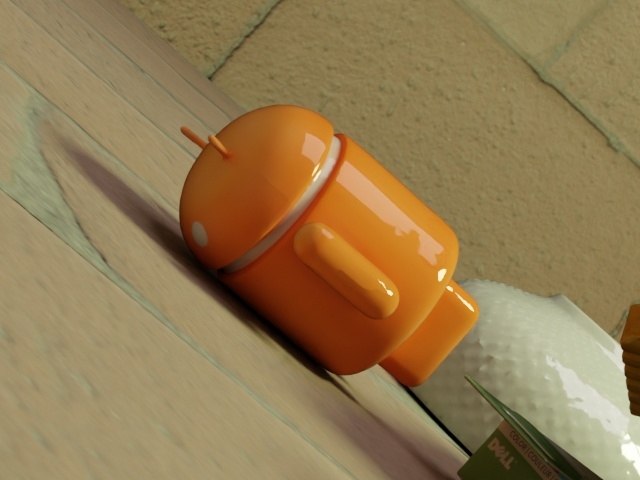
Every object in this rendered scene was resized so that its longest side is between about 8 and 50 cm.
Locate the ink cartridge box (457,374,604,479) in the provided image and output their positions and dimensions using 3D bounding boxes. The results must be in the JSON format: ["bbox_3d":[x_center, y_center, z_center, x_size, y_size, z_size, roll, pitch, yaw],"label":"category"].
[{"bbox_3d":[0.161,0.183,1.229,0.209,0.062,0.109,39,6,-37],"label":"ink cartridge box"}]

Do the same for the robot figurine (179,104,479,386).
[{"bbox_3d":[-0.001,0.000,1.195,0.219,0.128,0.158,41,39,-17],"label":"robot figurine"}]

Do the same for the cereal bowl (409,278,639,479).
[{"bbox_3d":[0.214,0.147,1.565,0.339,0.141,0.339,42,3,-3],"label":"cereal bowl"}]

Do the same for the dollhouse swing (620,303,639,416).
[{"bbox_3d":[0.307,0.246,1.144,0.315,0.305,0.347,15,-13,15],"label":"dollhouse swing"}]
